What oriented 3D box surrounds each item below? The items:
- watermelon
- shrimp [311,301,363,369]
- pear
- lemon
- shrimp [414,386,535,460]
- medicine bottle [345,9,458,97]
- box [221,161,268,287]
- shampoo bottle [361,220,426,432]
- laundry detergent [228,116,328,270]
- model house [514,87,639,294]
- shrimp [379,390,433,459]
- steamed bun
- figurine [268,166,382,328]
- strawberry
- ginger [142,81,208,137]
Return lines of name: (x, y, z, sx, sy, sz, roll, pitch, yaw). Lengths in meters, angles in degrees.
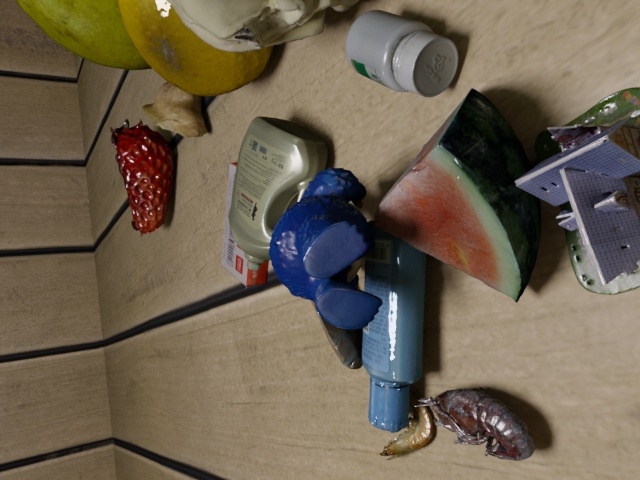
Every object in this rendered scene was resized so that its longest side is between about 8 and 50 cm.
watermelon: (0.154, -0.041, 0.546, 0.207, 0.136, 0.202, 66, 164, -9)
shrimp: (0.011, 0.062, 0.756, 0.052, 0.143, 0.251, -28, 55, 9)
pear: (-0.389, -0.512, 1.063, 0.352, 0.413, 0.352, 12, 108, 42)
lemon: (-0.202, -0.383, 0.894, 0.260, 0.284, 0.261, -17, 60, 32)
shrimp: (0.162, 0.193, 0.581, 0.065, 0.056, 0.165, 67, 158, -3)
medicine bottle: (0.094, -0.218, 0.624, 0.130, 0.080, 0.080, 45, 129, 45)
box: (-0.141, -0.038, 1.031, 0.123, 0.050, 0.229, 27, 115, 51)
shampoo bottle: (0.090, 0.105, 0.665, 0.104, 0.061, 0.259, -170, 82, -69)
laundry detergent: (-0.079, -0.064, 0.879, 0.181, 0.091, 0.253, 35, 117, 40)
model house: (0.221, -0.037, 0.438, 0.117, 0.088, 0.167, -28, 70, 54)
shrimp: (0.105, 0.242, 0.704, 0.114, 0.023, 0.083, -54, 46, 37)
steamed bun: (-0.077, -0.375, 0.693, 0.206, 0.319, 0.275, 90, -166, -81)
figurine: (0.000, -0.005, 0.635, 0.262, 0.120, 0.164, -100, 9, -79)
strawberry: (-0.466, -0.184, 1.440, 0.253, 0.150, 0.280, 111, 142, -65)
ginger: (-0.312, -0.310, 1.230, 0.193, 0.115, 0.123, 41, 111, 34)
